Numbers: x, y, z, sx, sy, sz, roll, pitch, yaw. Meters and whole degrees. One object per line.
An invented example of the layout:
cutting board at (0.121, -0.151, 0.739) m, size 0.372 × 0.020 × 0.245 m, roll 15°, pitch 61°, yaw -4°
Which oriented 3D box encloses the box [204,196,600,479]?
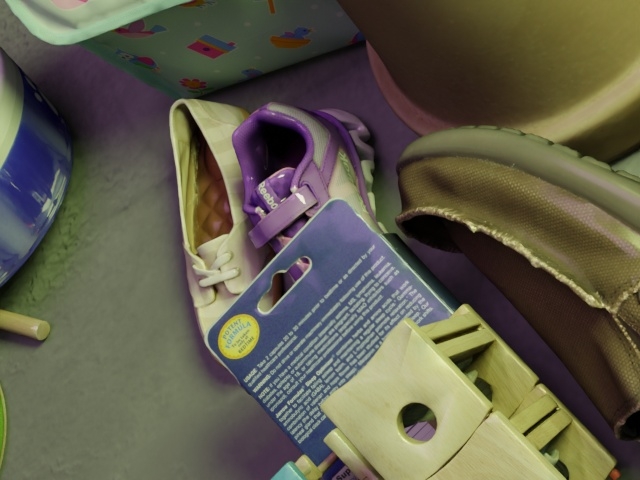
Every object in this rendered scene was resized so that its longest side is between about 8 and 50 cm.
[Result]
box at (0.046, 0.095, 0.787) m, size 0.136 × 0.036 × 0.225 m, roll -47°, pitch 76°, yaw 16°

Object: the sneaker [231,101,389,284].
sneaker at (0.000, 0.000, 0.867) m, size 0.095 × 0.104 × 0.236 m, roll -34°, pitch 59°, yaw 22°

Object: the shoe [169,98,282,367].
shoe at (-0.079, -0.009, 0.962) m, size 0.076 × 0.058 × 0.219 m, roll -24°, pitch 60°, yaw 30°

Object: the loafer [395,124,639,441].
loafer at (0.170, 0.040, 0.697) m, size 0.366 × 0.134 × 0.130 m, roll 25°, pitch 90°, yaw 41°

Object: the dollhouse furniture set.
dollhouse furniture set at (0.046, 0.147, 0.699) m, size 0.129 × 0.129 × 0.183 m, roll 46°, pitch 105°, yaw 14°

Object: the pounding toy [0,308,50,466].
pounding toy at (-0.355, 0.144, 1.092) m, size 0.183 × 0.110 × 0.237 m, roll 18°, pitch 86°, yaw 41°

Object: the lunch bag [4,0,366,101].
lunch bag at (-0.103, -0.222, 0.926) m, size 0.223 × 0.262 × 0.160 m, roll -13°, pitch 66°, yaw 34°

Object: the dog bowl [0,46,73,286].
dog bowl at (-0.348, -0.051, 1.113) m, size 0.265 × 0.104 × 0.265 m, roll -18°, pitch 49°, yaw 21°

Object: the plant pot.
plant pot at (0.096, -0.193, 0.781) m, size 0.263 × 0.229 × 0.263 m, roll -15°, pitch 64°, yaw 35°
